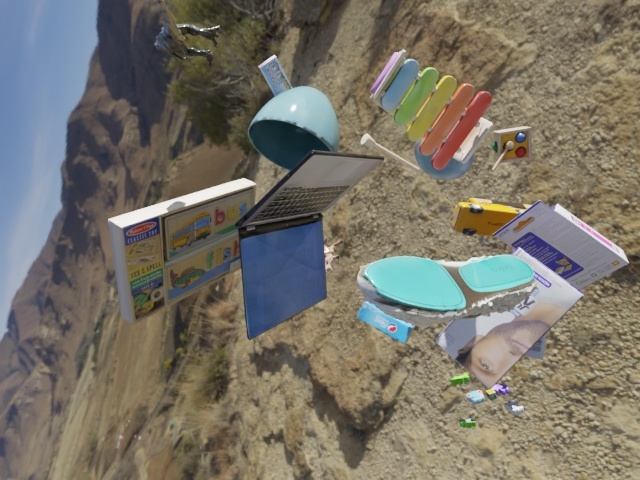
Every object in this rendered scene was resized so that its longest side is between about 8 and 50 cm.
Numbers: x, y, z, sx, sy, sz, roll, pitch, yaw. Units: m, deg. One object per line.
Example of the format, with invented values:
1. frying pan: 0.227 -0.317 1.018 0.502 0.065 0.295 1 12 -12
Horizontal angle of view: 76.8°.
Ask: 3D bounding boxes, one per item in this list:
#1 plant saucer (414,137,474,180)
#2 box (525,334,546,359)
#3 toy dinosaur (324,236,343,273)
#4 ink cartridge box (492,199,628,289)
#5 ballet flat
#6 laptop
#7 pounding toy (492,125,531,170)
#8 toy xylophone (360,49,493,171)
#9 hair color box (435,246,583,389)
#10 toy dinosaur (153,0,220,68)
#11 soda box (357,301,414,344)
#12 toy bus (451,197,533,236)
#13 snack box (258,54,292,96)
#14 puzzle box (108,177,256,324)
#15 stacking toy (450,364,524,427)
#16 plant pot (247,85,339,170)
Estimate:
1. plant saucer: 0.395 -0.274 1.315 0.195 0.195 0.037 -35 10 48
2. box: 0.663 0.314 1.296 0.101 0.087 0.101 7 91 27
3. toy dinosaur: -0.008 0.064 2.082 0.295 0.200 0.127 14 116 55
4. ink cartridge box: 0.731 0.009 1.242 0.176 0.370 0.069 -49 18 42
5. ballet flat: 0.247 0.113 0.786 0.147 0.407 0.147 179 90 -67
6. laptop: 0.000 0.000 1.018 0.407 0.381 0.237 -39 79 29
7. pounding toy: 0.674 -0.329 1.446 0.100 0.141 0.130 -63 -35 -70
8. toy xylophone: 0.241 -0.283 0.954 0.237 0.322 0.081 -64 24 20
9. hair color box: 0.492 0.204 1.082 0.185 0.110 0.339 41 107 18
10. toy dinosaur: -0.265 -0.396 0.794 0.268 0.118 0.064 -157 75 -66
11. soda box: 0.252 0.315 1.570 0.209 0.067 0.071 27 97 24
12. toy bus: 0.643 -0.080 1.474 0.130 0.331 0.109 -95 13 -62
13. snack box: -0.131 -0.503 1.316 0.064 0.178 0.022 -34 45 -1
14. puzzle box: -0.330 0.011 1.055 0.052 0.408 0.273 25 123 28
15. stacking toy: 0.514 0.471 1.248 0.052 0.220 0.167 -136 33 -80
16. plant pot: -0.060 -0.368 1.285 0.290 0.290 0.196 -11 55 59
